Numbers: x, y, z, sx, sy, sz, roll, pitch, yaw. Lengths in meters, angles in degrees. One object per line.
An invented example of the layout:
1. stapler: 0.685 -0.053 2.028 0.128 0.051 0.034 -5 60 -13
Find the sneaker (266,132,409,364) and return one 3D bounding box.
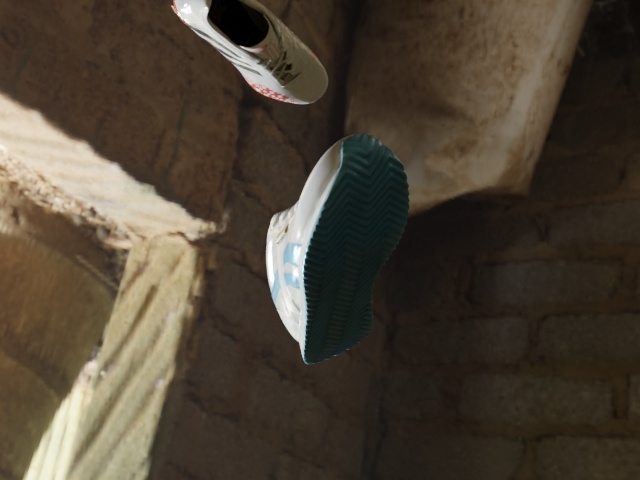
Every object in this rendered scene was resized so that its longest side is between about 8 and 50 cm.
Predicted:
1. sneaker: 0.000 0.000 0.668 0.087 0.092 0.229 -18 147 -24

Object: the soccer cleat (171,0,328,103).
1. soccer cleat: -0.024 -0.080 0.365 0.083 0.029 0.035 34 178 -38
